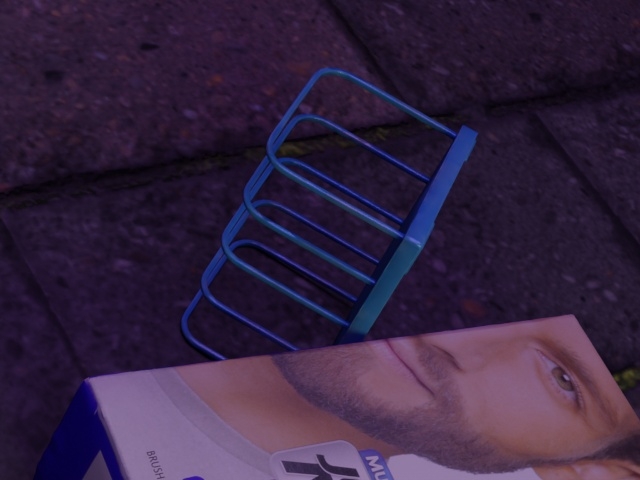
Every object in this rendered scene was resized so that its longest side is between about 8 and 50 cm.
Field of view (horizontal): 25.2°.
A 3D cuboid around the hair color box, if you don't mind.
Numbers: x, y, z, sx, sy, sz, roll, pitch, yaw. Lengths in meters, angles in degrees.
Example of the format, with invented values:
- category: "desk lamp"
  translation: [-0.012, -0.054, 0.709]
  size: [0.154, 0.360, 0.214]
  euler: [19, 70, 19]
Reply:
- category: "hair color box"
  translation: [0.038, 0.155, 0.785]
  size: [0.338, 0.110, 0.185]
  euler: [-4, 52, -36]

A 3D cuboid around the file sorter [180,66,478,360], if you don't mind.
- category: "file sorter"
  translation: [0.000, 0.000, 0.860]
  size: [0.104, 0.170, 0.118]
  euler: [30, 42, 0]
